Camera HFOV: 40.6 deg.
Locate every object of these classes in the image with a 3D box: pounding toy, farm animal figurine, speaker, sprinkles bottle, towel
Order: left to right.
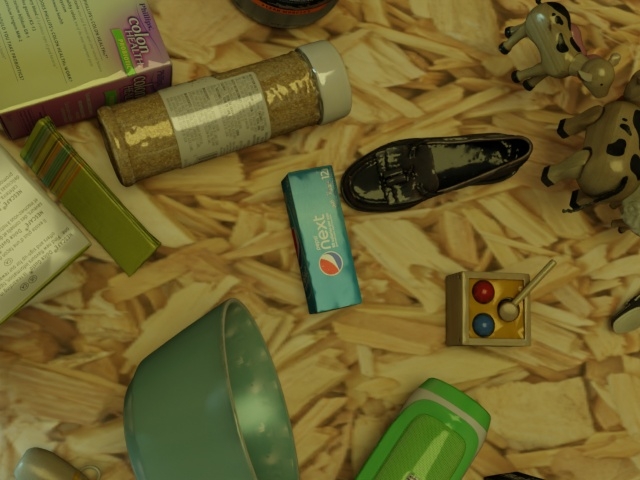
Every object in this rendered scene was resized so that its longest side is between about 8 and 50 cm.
[{"bbox_3d":[-0.324,-0.059,1.213,0.237,0.102,0.021,48,48,-3],"label":"towel"},{"bbox_3d":[-0.135,-0.186,1.254,0.355,0.121,0.121,-20,87,-14],"label":"sprinkles bottle"},{"bbox_3d":[0.121,0.347,1.234,0.131,0.131,0.296,37,76,-5],"label":"speaker"},{"bbox_3d":[0.273,0.095,1.314,0.141,0.100,0.130,2,82,-12],"label":"pounding toy"},{"bbox_3d":[0.431,-0.194,1.293,0.330,0.172,0.326,20,67,-29],"label":"farm animal figurine"}]

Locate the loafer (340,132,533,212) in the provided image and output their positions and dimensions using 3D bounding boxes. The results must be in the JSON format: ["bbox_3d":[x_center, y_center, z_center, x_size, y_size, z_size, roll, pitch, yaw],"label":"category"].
[{"bbox_3d":[0.180,-0.117,1.326,0.303,0.095,0.109,-13,86,-14],"label":"loafer"}]

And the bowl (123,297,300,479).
[{"bbox_3d":[-0.146,0.244,1.127,0.163,0.311,0.311,-15,85,6],"label":"bowl"}]

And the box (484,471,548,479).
[{"bbox_3d":[0.311,0.474,1.210,0.060,0.216,0.270,-4,82,-13],"label":"box"}]

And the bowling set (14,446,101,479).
[{"bbox_3d":[-0.365,0.407,1.072,0.154,0.200,0.287,31,71,-9],"label":"bowling set"}]

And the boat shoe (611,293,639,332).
[{"bbox_3d":[0.516,0.107,1.397,0.125,0.038,0.046,-29,131,-9],"label":"boat shoe"}]

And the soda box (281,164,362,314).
[{"bbox_3d":[0.000,0.000,1.285,0.071,0.067,0.210,-11,84,-13],"label":"soda box"}]

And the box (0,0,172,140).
[{"bbox_3d":[-0.359,-0.288,1.218,0.243,0.117,0.213,-20,83,-13],"label":"box"}]

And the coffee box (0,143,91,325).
[{"bbox_3d":[-0.519,-0.006,1.008,0.338,0.338,0.334,-44,105,-15],"label":"coffee box"}]

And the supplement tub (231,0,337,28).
[{"bbox_3d":[-0.028,-0.447,1.203,0.207,0.338,0.207,2,82,-11],"label":"supplement tub"}]
